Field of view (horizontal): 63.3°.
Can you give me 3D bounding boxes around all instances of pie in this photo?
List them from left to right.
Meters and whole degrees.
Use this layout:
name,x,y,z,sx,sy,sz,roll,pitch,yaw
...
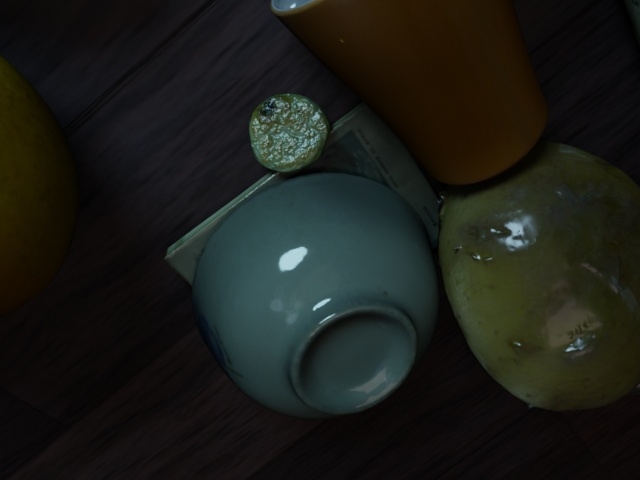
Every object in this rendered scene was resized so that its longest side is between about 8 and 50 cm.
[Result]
name,x,y,z,sx,sy,sz,roll,pitch,yaw
pie,-0.031,-0.109,0.526,0.085,0.017,0.085,0,94,2

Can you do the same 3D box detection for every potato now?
name,x,y,z,sx,sy,sz,roll,pitch,yaw
potato,0.249,0.012,0.518,0.238,0.300,0.116,-2,161,-7

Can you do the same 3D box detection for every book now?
name,x,y,z,sx,sy,sz,roll,pitch,yaw
book,0.000,0.000,0.599,0.282,0.025,0.215,-38,119,5

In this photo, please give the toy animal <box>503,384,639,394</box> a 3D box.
name,x,y,z,sx,sy,sz,roll,pitch,yaw
toy animal,0.363,0.116,0.679,0.307,0.188,0.266,-8,149,1

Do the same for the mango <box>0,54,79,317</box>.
name,x,y,z,sx,sy,sz,roll,pitch,yaw
mango,-0.365,-0.071,0.368,0.378,0.221,0.264,39,106,-16

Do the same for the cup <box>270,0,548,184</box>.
name,x,y,z,sx,sy,sz,roll,pitch,yaw
cup,0.102,-0.197,0.464,0.264,0.182,0.226,44,68,-35

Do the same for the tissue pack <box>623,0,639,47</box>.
name,x,y,z,sx,sy,sz,roll,pitch,yaw
tissue pack,0.428,-0.236,0.437,0.207,0.297,0.380,-38,120,8

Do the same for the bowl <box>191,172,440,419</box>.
name,x,y,z,sx,sy,sz,roll,pitch,yaw
bowl,0.014,0.087,0.549,0.288,0.146,0.290,-7,118,-13
